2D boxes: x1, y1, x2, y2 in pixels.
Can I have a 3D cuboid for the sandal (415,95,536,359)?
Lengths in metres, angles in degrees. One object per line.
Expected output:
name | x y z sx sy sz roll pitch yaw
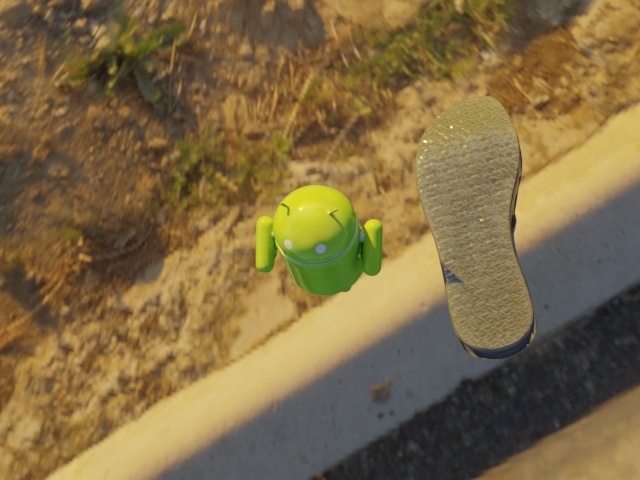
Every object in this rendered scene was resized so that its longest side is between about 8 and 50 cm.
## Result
sandal | 0.139 -0.012 1.204 0.097 0.054 0.255 -6 66 11

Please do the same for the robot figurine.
robot figurine | 0.000 0.000 1.051 0.101 0.067 0.115 4 153 12
